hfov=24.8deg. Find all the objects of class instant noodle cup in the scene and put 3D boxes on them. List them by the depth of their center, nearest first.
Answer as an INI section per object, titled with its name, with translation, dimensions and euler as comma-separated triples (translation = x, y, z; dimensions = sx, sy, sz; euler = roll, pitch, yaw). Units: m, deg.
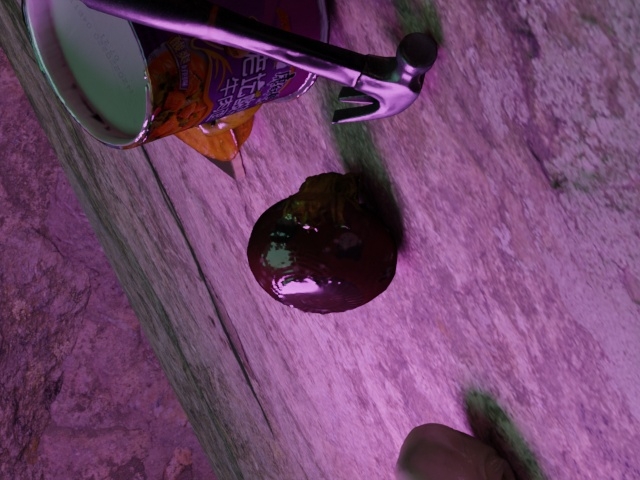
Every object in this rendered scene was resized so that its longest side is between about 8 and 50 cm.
[instant noodle cup]
translation = -0.143, -0.207, 1.339
dimensions = 0.251, 0.190, 0.251
euler = 34, 140, 35

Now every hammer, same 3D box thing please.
[hammer]
translation = -0.058, -0.165, 1.196
dimensions = 0.290, 0.037, 0.137
euler = 17, 158, -5

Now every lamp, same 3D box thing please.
[lamp]
translation = 0.004, 0.002, 1.505
dimensions = 0.157, 0.156, 0.134
euler = -26, 50, 46

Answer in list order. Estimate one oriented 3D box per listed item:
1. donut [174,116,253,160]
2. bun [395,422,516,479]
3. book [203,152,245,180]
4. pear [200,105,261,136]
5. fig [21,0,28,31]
[donut]
translation = -0.147, -0.166, 1.763
dimensions = 0.152, 0.058, 0.152
euler = 32, 155, 18
[bun]
translation = 0.159, 0.270, 1.542
dimensions = 0.183, 0.102, 0.183
euler = 49, -155, -33
[book]
translation = -0.185, -0.217, 1.878
dimensions = 0.201, 0.026, 0.289
euler = 39, 158, 31
[pear]
translation = -0.101, -0.186, 1.558
dimensions = 0.141, 0.104, 0.141
euler = -17, -90, -83
[fig]
translation = -0.254, -0.284, 1.659
dimensions = 0.225, 0.203, 0.203
euler = 40, 157, 32
